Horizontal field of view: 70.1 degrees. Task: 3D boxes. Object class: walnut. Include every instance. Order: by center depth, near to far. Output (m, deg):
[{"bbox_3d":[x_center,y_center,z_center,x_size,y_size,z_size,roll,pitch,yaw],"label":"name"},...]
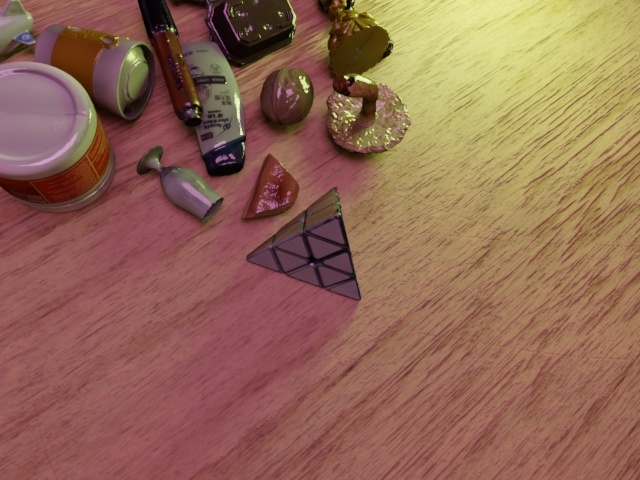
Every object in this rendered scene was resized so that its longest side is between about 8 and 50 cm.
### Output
[{"bbox_3d":[-0.088,-0.380,1.207,0.140,0.140,0.162,8,83,-10],"label":"walnut"}]

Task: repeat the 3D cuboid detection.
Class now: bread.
[{"bbox_3d":[-0.117,-0.121,1.159,0.119,0.067,0.192,19,69,1],"label":"bread"}]

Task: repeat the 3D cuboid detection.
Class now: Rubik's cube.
[{"bbox_3d":[0.000,-0.002,1.110,0.229,0.233,0.228,3,25,-48],"label":"Rubik's cube"}]

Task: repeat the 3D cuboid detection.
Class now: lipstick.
[{"bbox_3d":[-0.379,-0.470,1.146,0.077,0.077,0.417,-18,75,-17],"label":"lipstick"}]

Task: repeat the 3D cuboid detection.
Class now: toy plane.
[{"bbox_3d":[-0.823,-0.492,1.085,0.267,0.122,0.266,3,74,-9],"label":"toy plane"}]

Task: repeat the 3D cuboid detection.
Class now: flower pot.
[{"bbox_3d":[-0.173,-0.604,1.244,0.251,0.084,0.178,-35,108,-23],"label":"flower pot"}]

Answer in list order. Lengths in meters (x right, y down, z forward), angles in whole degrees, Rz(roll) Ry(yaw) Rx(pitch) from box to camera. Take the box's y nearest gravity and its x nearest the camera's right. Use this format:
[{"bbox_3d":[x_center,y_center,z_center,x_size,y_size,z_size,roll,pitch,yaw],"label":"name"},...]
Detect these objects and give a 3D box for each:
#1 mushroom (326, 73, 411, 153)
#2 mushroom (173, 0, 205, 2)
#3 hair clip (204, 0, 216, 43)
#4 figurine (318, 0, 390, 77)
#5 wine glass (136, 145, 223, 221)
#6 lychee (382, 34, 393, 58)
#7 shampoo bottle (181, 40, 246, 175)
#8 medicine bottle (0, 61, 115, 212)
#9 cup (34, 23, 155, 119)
[{"bbox_3d":[0.133,-0.324,1.172,0.233,0.301,0.207,-8,109,-2],"label":"mushroom"},{"bbox_3d":[-0.280,-0.720,1.294,0.313,0.081,0.099,-4,81,-15],"label":"mushroom"},{"bbox_3d":[-0.311,-0.631,1.242,0.070,0.039,0.229,-18,101,-16],"label":"hair clip"},{"bbox_3d":[0.062,-0.653,1.316,0.168,0.187,0.314,-14,69,-12],"label":"figurine"},{"bbox_3d":[-0.335,-0.133,1.101,0.202,0.093,0.092,36,70,1],"label":"wine glass"},{"bbox_3d":[0.185,-0.583,1.364,0.067,0.068,0.083,-11,55,-45],"label":"lychee"},{"bbox_3d":[-0.269,-0.346,1.186,0.134,0.078,0.358,-13,77,-15],"label":"shampoo bottle"},{"bbox_3d":[-0.600,-0.213,0.987,0.253,0.241,0.252,4,72,-11],"label":"medicine bottle"},{"bbox_3d":[-0.530,-0.427,1.119,0.227,0.185,0.241,17,37,-2],"label":"cup"}]
